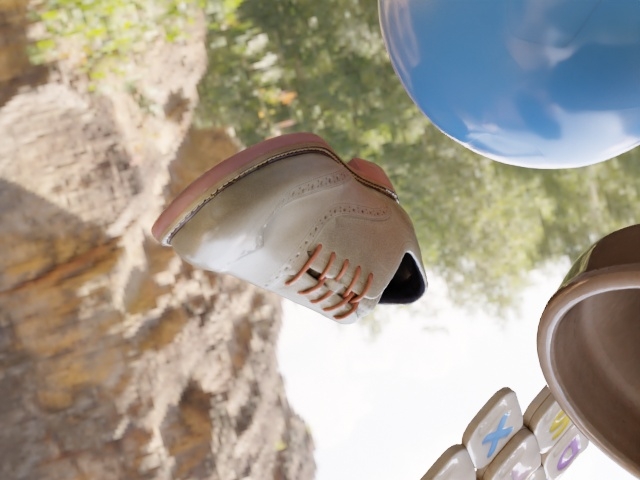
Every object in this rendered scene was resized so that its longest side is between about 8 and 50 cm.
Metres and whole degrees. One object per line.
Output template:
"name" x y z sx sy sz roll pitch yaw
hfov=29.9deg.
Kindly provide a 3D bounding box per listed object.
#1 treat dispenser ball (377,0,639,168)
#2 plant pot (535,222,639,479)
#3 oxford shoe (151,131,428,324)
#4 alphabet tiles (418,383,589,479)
"treat dispenser ball" 0.191 -0.203 0.990 0.288 0.288 0.288 -14 -172 2
"plant pot" 0.316 0.039 0.819 0.263 0.263 0.229 -5 -141 52
"oxford shoe" 0.000 0.000 1.106 0.140 0.147 0.397 -42 161 24
"alphabet tiles" 0.119 0.235 0.958 0.021 0.278 0.284 35 -107 31
